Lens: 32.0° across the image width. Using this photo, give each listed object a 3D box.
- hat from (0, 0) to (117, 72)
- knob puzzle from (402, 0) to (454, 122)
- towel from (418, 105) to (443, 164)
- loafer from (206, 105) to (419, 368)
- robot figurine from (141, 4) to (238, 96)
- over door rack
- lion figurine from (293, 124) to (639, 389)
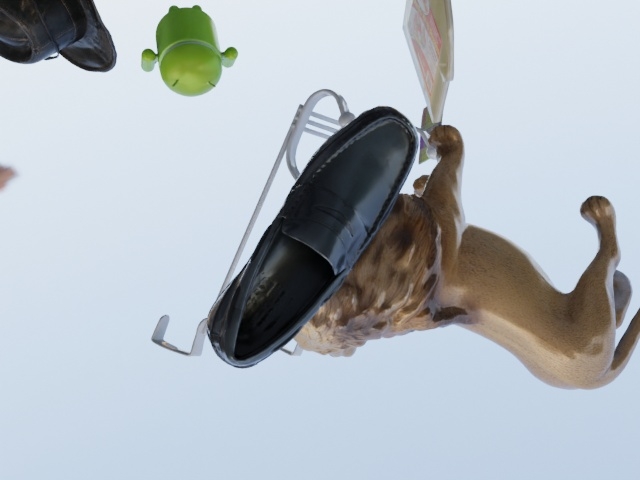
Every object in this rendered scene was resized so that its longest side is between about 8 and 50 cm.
[{"bbox_3d":[-0.467,-0.359,1.702,0.134,0.331,0.331,-43,-144,-21],"label":"hat"},{"bbox_3d":[0.145,-0.273,1.389,0.030,0.213,0.213,-7,-152,-8],"label":"knob puzzle"},{"bbox_3d":[0.146,-0.144,1.455,0.009,0.083,0.060,10,167,-19],"label":"towel"},{"bbox_3d":[0.000,0.000,0.808,0.223,0.076,0.078,-53,-166,-1],"label":"loafer"},{"bbox_3d":[-0.139,-0.200,1.179,0.101,0.067,0.115,-3,-132,-12],"label":"robot figurine"},{"bbox_3d":[-0.004,0.008,1.218,0.108,0.239,0.324,40,-76,26],"label":"over door rack"},{"bbox_3d":[0.162,0.048,1.023,0.392,0.142,0.240,20,-129,-1],"label":"lion figurine"}]
